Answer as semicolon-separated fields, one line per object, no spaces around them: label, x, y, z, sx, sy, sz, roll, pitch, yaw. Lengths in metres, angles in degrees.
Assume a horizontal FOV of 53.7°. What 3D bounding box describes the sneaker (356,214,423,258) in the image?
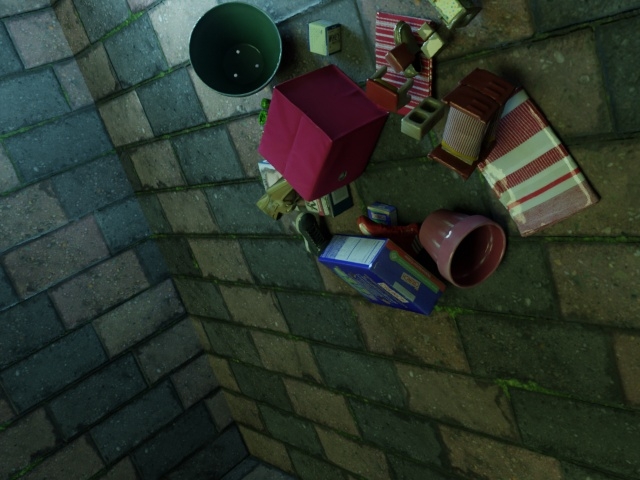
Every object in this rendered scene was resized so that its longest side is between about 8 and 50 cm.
sneaker;0.229;-0.035;1.950;0.221;0.087;0.128;34;121;-15

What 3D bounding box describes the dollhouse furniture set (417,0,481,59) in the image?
dollhouse furniture set;0.253;-0.556;1.506;0.182;0.101;0.161;53;131;8

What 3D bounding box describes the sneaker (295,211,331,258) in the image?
sneaker;0.002;-0.001;2.250;0.163;0.086;0.226;39;163;38

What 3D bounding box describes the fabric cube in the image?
fabric cube;0.004;-0.322;1.894;0.259;0.254;0.258;46;142;19

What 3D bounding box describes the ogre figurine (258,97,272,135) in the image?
ogre figurine;-0.151;-0.399;2.144;0.096;0.118;0.197;4;120;45

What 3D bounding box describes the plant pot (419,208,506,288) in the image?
plant pot;0.377;0.004;1.747;0.180;0.201;0.202;42;145;50

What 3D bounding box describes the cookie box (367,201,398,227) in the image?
cookie box;0.202;-0.061;2.028;0.091;0.040;0.107;19;130;41

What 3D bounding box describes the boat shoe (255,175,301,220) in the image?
boat shoe;-0.114;-0.153;2.107;0.110;0.121;0.341;47;159;-4

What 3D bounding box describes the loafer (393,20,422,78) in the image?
loafer;0.229;-0.488;1.612;0.050;0.056;0.148;14;133;48

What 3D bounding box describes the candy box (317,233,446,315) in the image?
candy box;0.184;0.101;1.967;0.268;0.122;0.317;39;166;-25

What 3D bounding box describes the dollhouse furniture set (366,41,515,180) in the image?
dollhouse furniture set;0.259;-0.337;1.535;0.374;0.152;0.201;34;151;22

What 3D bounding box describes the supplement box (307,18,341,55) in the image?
supplement box;0.011;-0.594;1.848;0.083;0.056;0.083;27;135;38

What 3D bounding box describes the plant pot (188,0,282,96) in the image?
plant pot;-0.261;-0.592;2.040;0.290;0.290;0.195;59;-179;0

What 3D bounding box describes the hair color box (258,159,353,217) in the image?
hair color box;-0.057;-0.195;2.194;0.347;0.105;0.174;13;125;47

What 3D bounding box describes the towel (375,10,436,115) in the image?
towel;0.227;-0.465;1.702;0.198;0.031;0.275;27;133;40

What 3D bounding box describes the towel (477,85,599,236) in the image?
towel;0.504;-0.185;1.566;0.329;0.037;0.237;57;145;3
